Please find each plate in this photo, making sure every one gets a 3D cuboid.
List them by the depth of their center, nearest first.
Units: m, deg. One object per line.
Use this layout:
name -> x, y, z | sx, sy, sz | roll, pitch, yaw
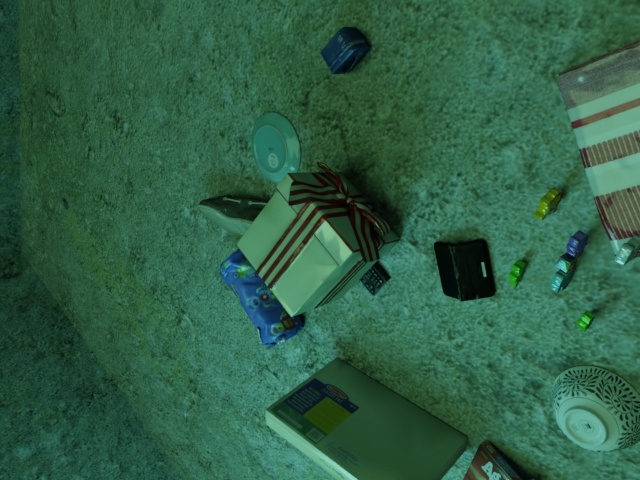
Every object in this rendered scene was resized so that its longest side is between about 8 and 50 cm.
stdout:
plate -> -0.126, -0.240, 1.409 | 0.188, 0.024, 0.188 | 17, 116, 38

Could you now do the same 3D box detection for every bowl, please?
bowl -> 0.497, 0.325, 0.988 | 0.170, 0.080, 0.170 | 17, 116, 39

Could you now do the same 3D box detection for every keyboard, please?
keyboard -> 0.096, 0.040, 1.304 | 0.180, 0.023, 0.108 | 51, 133, 16

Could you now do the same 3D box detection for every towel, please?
towel -> 0.521, -0.143, 0.818 | 0.237, 0.037, 0.329 | -16, 94, 47

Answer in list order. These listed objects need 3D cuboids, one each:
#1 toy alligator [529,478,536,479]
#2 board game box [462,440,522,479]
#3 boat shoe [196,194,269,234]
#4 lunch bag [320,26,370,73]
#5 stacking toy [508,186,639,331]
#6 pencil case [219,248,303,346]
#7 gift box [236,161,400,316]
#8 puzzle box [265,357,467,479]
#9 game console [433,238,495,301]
toy alligator -> 0.475, 0.591, 1.138 | 0.051, 0.056, 0.190 | 74, 177, -84
board game box -> 0.418, 0.583, 1.136 | 0.281, 0.027, 0.145 | 48, 134, 46
boat shoe -> -0.223, -0.077, 1.532 | 0.335, 0.096, 0.112 | 18, 153, 42
lunch bag -> 0.052, -0.397, 1.146 | 0.098, 0.067, 0.065 | -39, 77, 46
stacking toy -> 0.439, 0.038, 0.948 | 0.167, 0.052, 0.221 | 41, 141, 35
pencil case -> -0.175, 0.164, 1.536 | 0.306, 0.133, 0.119 | 56, 159, 14
gift box -> 0.000, 0.000, 1.186 | 0.255, 0.276, 0.258 | 48, 117, 13
puzzle box -> 0.102, 0.451, 1.280 | 0.408, 0.272, 0.052 | 25, 126, 36
game console -> 0.299, 0.058, 1.124 | 0.107, 0.071, 0.122 | -11, 100, 15
